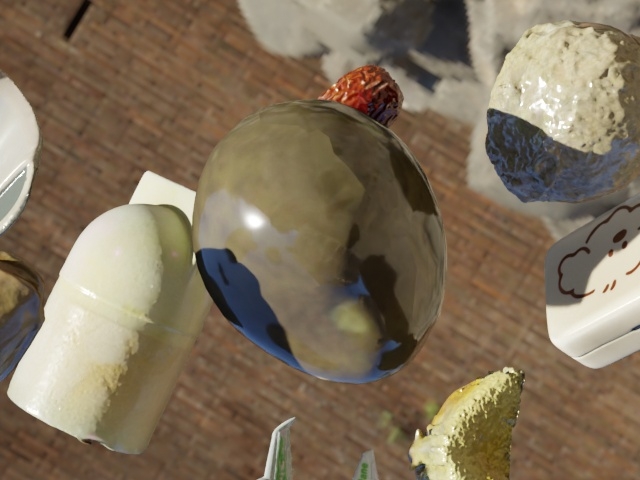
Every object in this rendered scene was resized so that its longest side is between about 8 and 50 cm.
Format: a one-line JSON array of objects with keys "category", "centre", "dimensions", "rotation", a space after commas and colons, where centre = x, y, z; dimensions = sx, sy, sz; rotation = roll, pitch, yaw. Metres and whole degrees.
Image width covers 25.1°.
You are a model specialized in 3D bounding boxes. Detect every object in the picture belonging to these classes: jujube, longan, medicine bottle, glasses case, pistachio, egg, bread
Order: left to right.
[{"category": "pistachio", "centre": [-0.456, 0.088, 1.779], "dimensions": [0.213, 0.260, 0.162], "rotation": [21, -139, -26]}, {"category": "medicine bottle", "centre": [-0.294, 0.100, 2.218], "dimensions": [0.236, 0.406, 0.236], "rotation": [25, 179, 0]}, {"category": "longan", "centre": [0.000, 0.000, 1.961], "dimensions": [0.404, 0.336, 0.404], "rotation": [-26, -90, -89]}, {"category": "jujube", "centre": [0.045, -0.191, 2.206], "dimensions": [0.112, 0.176, 0.109], "rotation": [46, -169, -35]}, {"category": "bread", "centre": [0.188, 0.291, 1.931], "dimensions": [0.133, 0.251, 0.174], "rotation": [8, 170, -14]}, {"category": "egg", "centre": [0.368, -0.181, 2.074], "dimensions": [0.279, 0.279, 0.310], "rotation": [31, 141, 9]}, {"category": "glasses case", "centre": [0.379, 0.003, 1.475], "dimensions": [0.076, 0.336, 0.144], "rotation": [31, -137, -30]}]

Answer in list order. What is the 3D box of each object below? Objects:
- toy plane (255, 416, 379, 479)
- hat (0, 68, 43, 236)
[{"category": "toy plane", "centre": [-0.016, 0.318, 1.491], "dimensions": [0.251, 0.255, 0.101], "rotation": [56, 147, 19]}, {"category": "hat", "centre": [-0.364, -0.067, 1.294], "dimensions": [0.219, 0.226, 0.164], "rotation": [41, 173, -8]}]
